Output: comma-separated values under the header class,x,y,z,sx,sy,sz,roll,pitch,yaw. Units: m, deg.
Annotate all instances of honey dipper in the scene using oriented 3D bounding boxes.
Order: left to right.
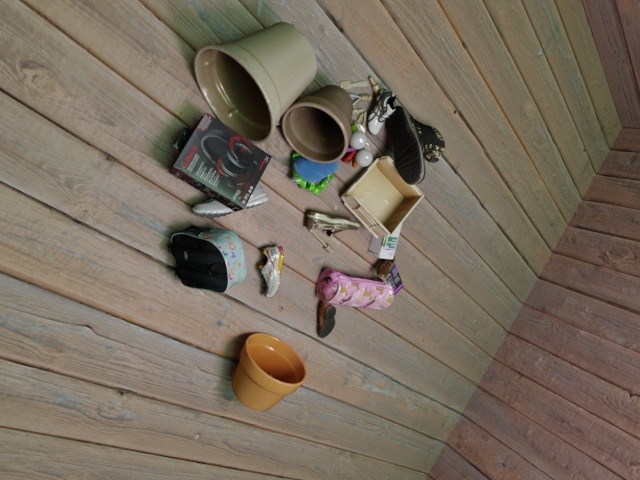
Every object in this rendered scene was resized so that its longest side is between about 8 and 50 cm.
class,x,y,z,sx,sy,sz,roll,pitch,yaw
honey dipper,0.000,0.000,1.853,0.030,0.030,0.160,-52,125,-10

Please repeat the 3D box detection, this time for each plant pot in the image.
class,x,y,z,sx,sy,sz,roll,pitch,yaw
plant pot,-0.230,0.555,1.733,0.290,0.291,0.204,24,107,-38
plant pot,-0.184,-0.545,1.387,0.305,0.333,0.334,-47,127,-26
plant pot,0.020,-0.461,1.585,0.263,0.262,0.229,56,47,-34

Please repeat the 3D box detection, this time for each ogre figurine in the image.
class,x,y,z,sx,sy,sz,roll,pitch,yaw
ogre figurine,-0.043,-0.259,1.696,0.197,0.096,0.118,35,72,-49

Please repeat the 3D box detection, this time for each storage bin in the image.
class,x,y,z,sx,sy,sz,roll,pitch,yaw
storage bin,0.270,-0.192,1.857,0.260,0.123,0.262,45,70,-11

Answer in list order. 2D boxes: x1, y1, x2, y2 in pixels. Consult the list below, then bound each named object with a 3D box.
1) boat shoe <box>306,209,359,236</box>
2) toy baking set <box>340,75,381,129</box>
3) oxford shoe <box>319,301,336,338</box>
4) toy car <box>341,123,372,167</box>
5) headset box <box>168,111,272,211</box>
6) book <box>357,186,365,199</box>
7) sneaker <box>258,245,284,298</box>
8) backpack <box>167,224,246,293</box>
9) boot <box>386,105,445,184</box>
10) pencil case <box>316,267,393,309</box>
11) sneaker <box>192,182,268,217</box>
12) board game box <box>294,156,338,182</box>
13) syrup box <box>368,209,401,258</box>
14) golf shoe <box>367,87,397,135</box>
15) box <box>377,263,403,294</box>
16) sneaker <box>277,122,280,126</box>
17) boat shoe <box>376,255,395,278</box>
class,x,y,z,sx,sy,sz,roll,pitch,yaw
boat shoe,0.049,-0.062,1.829,0.257,0.095,0.095,11,95,-25
toy baking set,0.189,-0.591,1.789,0.197,0.030,0.256,-44,125,-15
oxford shoe,0.023,0.367,1.970,0.076,0.076,0.213,-14,129,-33
toy car,0.136,-0.391,1.765,0.136,0.159,0.182,-17,121,11
headset box,-0.346,-0.264,1.414,0.293,0.110,0.218,32,74,-22
book,0.209,-0.169,1.942,0.144,0.035,0.096,40,77,-37
sneaker,-0.210,0.128,1.724,0.092,0.088,0.226,5,103,-15
backpack,-0.374,0.064,1.472,0.191,0.253,0.225,-28,120,-48
boot,0.449,-0.404,1.892,0.284,0.138,0.378,8,59,-41
pencil case,0.165,0.232,1.964,0.385,0.160,0.167,12,94,-36
sneaker,-0.336,-0.157,1.540,0.281,0.105,0.116,-19,92,-31
board game box,-0.018,-0.283,1.641,0.168,0.133,0.033,-31,157,-20
syrup box,0.315,-0.035,2.020,0.093,0.096,0.237,7,100,-35
golf shoe,0.262,-0.540,1.790,0.077,0.094,0.198,0,115,-37
box,0.364,0.211,2.179,0.116,0.029,0.162,-39,125,-20
sneaker,-0.200,-0.446,1.563,0.109,0.040,0.044,-8,93,-37
boat shoe,0.320,0.121,2.051,0.178,0.064,0.060,-50,169,-51
